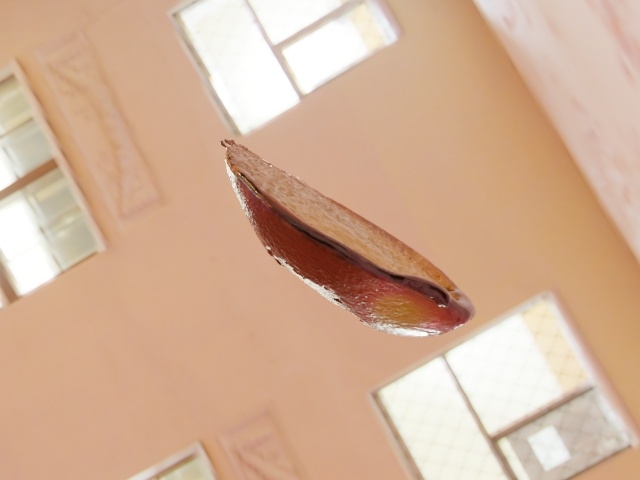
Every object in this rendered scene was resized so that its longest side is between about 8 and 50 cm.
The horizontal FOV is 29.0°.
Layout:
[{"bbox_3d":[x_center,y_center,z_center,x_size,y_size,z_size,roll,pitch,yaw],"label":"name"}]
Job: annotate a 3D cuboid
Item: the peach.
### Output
[{"bbox_3d":[-0.001,0.004,0.999,0.279,0.068,0.189,37,-172,39],"label":"peach"}]
